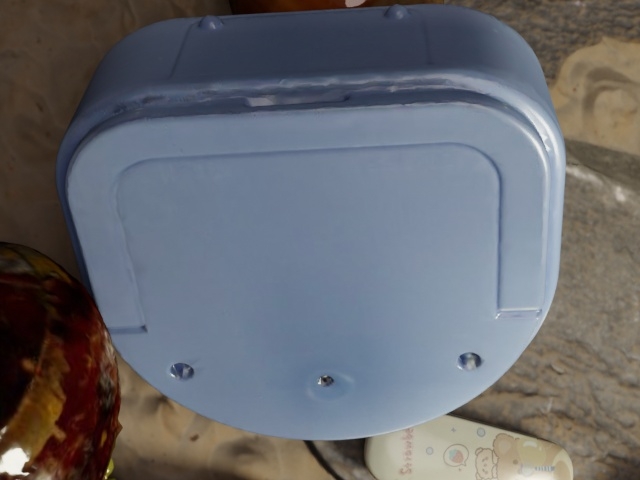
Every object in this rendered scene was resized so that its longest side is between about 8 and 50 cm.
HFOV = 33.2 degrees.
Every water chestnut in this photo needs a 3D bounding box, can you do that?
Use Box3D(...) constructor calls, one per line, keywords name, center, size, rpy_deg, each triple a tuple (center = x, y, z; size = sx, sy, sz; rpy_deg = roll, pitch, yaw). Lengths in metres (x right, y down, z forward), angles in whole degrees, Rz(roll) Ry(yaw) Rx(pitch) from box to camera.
Box3D(name="water chestnut", center=(-0.302, 0.142, 0.773), size=(0.335, 0.347, 0.335), rpy_deg=(-4, 48, 4))

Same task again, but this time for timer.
Box3D(name="timer", center=(0.000, 0.000, 0.867), size=(0.394, 0.173, 0.395), rpy_deg=(0, 127, 1))

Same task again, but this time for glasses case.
Box3D(name="glasses case", center=(0.139, 0.206, 0.999), size=(0.204, 0.051, 0.081), rpy_deg=(14, 86, -10))

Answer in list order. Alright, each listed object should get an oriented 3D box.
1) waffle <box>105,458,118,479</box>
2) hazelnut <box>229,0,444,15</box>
Box3D(name="waffle", center=(-0.297, 0.245, 0.917), size=(0.291, 0.051, 0.291), rpy_deg=(1, 87, -13))
Box3D(name="hazelnut", center=(0.007, -0.205, 0.915), size=(0.214, 0.214, 0.176), rpy_deg=(44, 82, -6))
